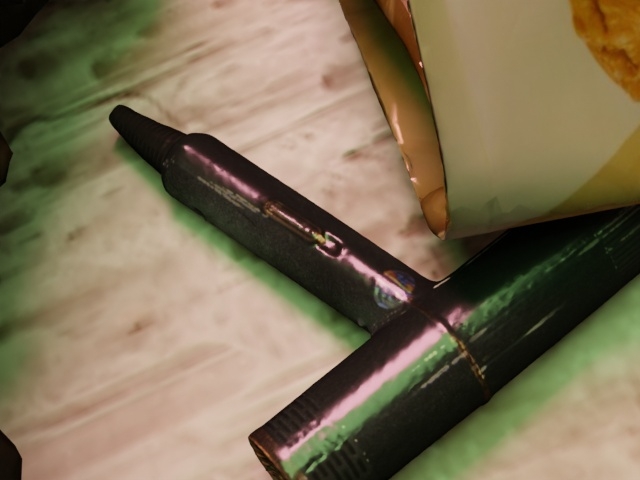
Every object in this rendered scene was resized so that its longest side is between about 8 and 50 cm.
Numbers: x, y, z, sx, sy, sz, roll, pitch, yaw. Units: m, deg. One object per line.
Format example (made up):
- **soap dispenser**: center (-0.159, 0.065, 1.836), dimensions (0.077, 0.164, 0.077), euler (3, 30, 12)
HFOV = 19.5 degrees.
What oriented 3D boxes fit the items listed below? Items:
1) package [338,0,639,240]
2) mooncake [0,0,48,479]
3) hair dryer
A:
- **package**: center (0.154, -0.141, 0.718), dimensions (0.311, 0.165, 0.221), euler (-16, 97, -9)
- **mooncake**: center (-0.196, -0.020, 0.640), dimensions (0.393, 0.246, 0.394), euler (-36, 66, -6)
- **hair dryer**: center (0.008, -0.012, 0.719), dimensions (0.173, 0.050, 0.195), euler (-36, 63, -13)
